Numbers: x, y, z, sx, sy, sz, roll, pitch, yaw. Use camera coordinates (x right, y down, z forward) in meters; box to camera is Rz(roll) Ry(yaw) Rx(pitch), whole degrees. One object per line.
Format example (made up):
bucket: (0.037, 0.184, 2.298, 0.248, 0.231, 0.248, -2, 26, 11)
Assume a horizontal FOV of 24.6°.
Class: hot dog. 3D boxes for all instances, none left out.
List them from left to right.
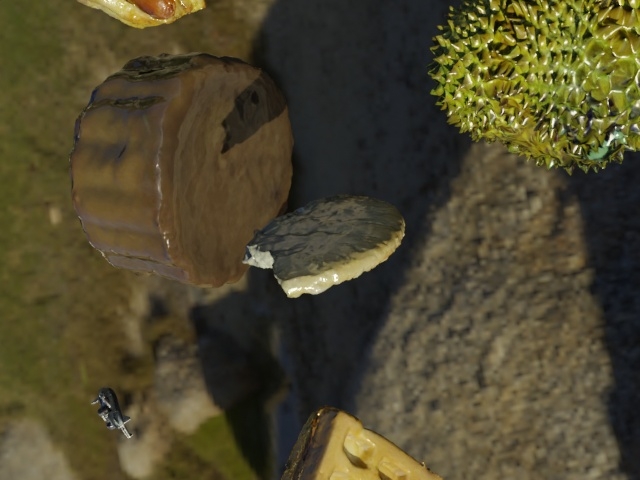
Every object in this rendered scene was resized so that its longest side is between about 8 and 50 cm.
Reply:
hot dog: (-0.175, -0.218, 1.183, 0.169, 0.061, 0.078, 31, 149, 18)

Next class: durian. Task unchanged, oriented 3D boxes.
durian: (0.272, -0.189, 1.615, 0.291, 0.291, 0.224, -49, 56, 59)

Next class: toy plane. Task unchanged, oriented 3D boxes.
toy plane: (-0.249, 0.200, 1.736, 0.083, 0.031, 0.078, 43, 164, 49)

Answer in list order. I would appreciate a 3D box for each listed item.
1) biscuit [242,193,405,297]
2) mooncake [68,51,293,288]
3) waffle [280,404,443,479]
biscuit: (0.000, 0.000, 1.654, 0.265, 0.188, 0.040, -60, -38, -65)
mooncake: (-0.187, -0.099, 1.967, 0.187, 0.324, 0.324, 9, 109, 33)
waffle: (0.076, 0.358, 1.706, 0.098, 0.328, 0.224, -16, 44, 50)
